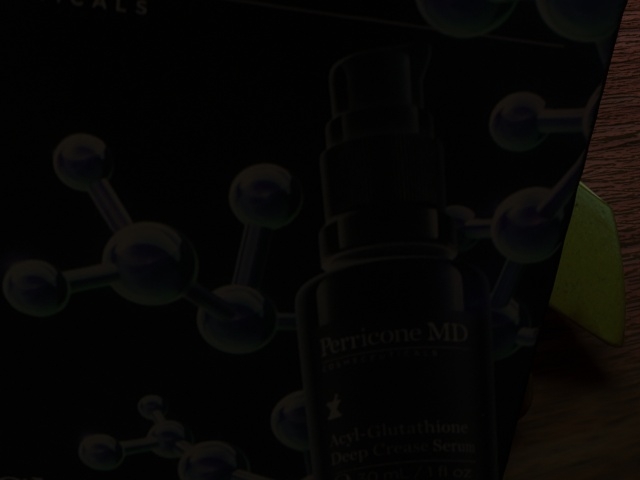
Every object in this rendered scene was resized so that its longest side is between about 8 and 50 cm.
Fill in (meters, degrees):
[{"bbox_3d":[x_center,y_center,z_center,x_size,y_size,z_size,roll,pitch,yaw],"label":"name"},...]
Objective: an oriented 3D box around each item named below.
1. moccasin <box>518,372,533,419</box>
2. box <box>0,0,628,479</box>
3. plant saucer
[{"bbox_3d":[0.002,-0.003,0.945,0.380,0.139,0.147,34,-1,34],"label":"moccasin"},{"bbox_3d":[-0.058,0.004,0.629,0.293,0.396,0.212,7,27,-4],"label":"box"},{"bbox_3d":[0.071,-0.091,1.009,0.332,0.081,0.333,32,13,-26],"label":"plant saucer"}]
